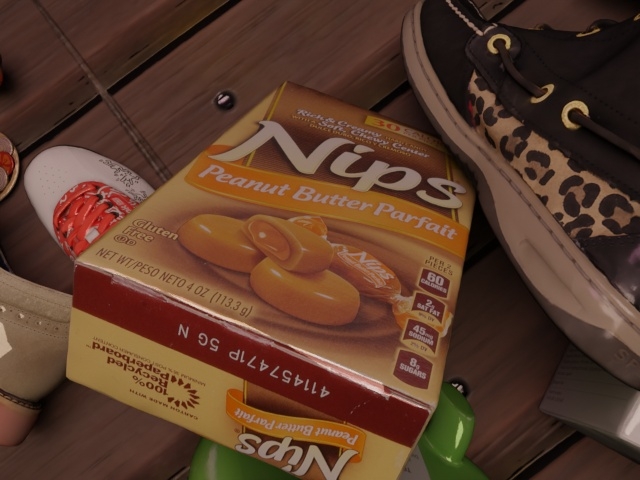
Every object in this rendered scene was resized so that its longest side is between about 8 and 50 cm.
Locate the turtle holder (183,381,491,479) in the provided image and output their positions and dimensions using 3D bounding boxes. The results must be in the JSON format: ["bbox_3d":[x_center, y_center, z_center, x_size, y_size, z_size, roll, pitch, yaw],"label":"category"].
[{"bbox_3d":[0.026,0.242,0.418,0.320,0.243,0.227,41,114,42],"label":"turtle holder"}]

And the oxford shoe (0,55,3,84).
[{"bbox_3d":[-0.401,-0.212,0.605,0.271,0.097,0.098,20,76,5],"label":"oxford shoe"}]

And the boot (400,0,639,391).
[{"bbox_3d":[0.213,-0.130,0.430,0.284,0.138,0.377,-43,36,27],"label":"boot"}]

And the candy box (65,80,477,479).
[{"bbox_3d":[0.000,0.000,0.454,0.182,0.316,0.088,22,123,5],"label":"candy box"}]

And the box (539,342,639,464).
[{"bbox_3d":[0.283,0.120,0.478,0.181,0.182,0.119,28,83,7],"label":"box"}]

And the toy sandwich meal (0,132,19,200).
[{"bbox_3d":[-0.317,-0.066,0.607,0.085,0.029,0.086,0,81,2],"label":"toy sandwich meal"}]

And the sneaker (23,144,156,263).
[{"bbox_3d":[-0.156,0.005,0.530,0.270,0.145,0.090,44,88,8],"label":"sneaker"}]

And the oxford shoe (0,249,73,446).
[{"bbox_3d":[-0.361,-0.004,0.556,0.397,0.140,0.146,37,77,-2],"label":"oxford shoe"}]
